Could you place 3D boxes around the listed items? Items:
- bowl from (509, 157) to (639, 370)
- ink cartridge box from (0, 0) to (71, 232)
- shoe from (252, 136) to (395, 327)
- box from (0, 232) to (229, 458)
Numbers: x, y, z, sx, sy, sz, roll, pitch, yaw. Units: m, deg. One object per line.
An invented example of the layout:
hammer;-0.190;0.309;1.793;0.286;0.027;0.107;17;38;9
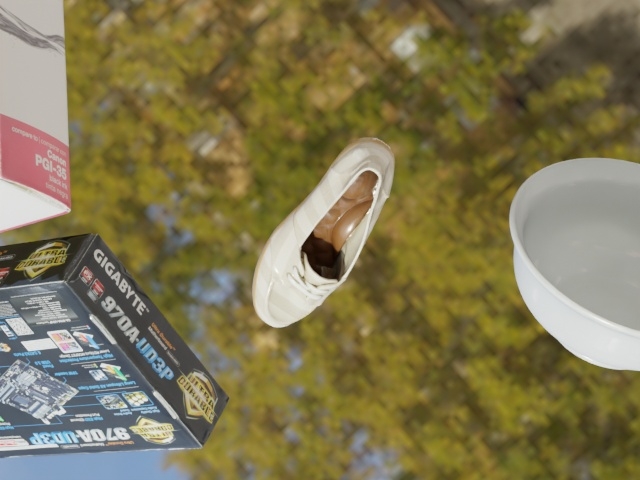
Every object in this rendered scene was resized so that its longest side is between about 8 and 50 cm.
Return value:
bowl;0.341;0.050;2.148;0.298;0.134;0.298;9;-138;-8
ink cartridge box;-0.348;-0.149;1.781;0.117;0.207;0.283;27;-126;-55
shoe;0.000;0.000;1.804;0.076;0.219;0.058;24;-156;-17
box;-0.201;0.081;1.371;0.175;0.220;0.051;54;-134;-30
